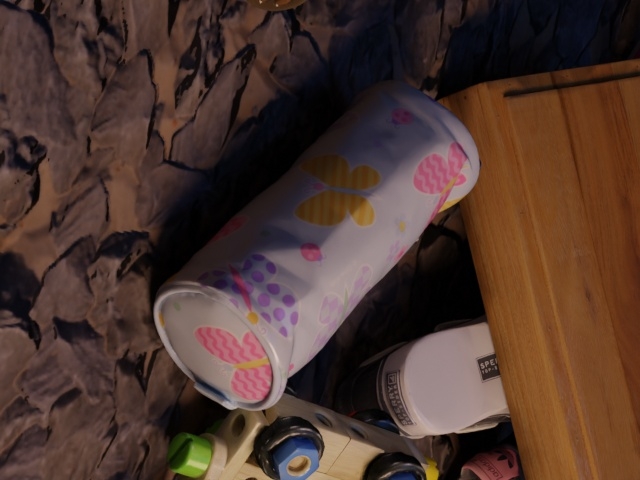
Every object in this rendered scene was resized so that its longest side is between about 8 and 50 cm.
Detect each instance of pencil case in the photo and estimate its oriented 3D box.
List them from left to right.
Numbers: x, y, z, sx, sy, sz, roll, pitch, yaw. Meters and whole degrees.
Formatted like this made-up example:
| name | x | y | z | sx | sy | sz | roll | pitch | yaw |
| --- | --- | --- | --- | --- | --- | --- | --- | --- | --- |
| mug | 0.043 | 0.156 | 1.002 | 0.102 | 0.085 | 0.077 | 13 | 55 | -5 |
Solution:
| name | x | y | z | sx | sy | sz | roll | pitch | yaw |
| --- | --- | --- | --- | --- | --- | --- | --- | --- | --- |
| pencil case | 0.000 | 0.000 | 1.266 | 0.273 | 0.113 | 0.124 | -45 | 165 | -36 |

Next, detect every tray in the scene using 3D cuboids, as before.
| name | x | y | z | sx | sy | sz | roll | pitch | yaw |
| --- | --- | --- | --- | --- | --- | --- | --- | --- | --- |
| tray | 0.240 | 0.062 | 1.468 | 0.203 | 0.076 | 0.411 | -12 | 88 | -33 |

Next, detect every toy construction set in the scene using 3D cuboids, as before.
| name | x | y | z | sx | sy | sz | roll | pitch | yaw |
| --- | --- | --- | --- | --- | --- | --- | --- | --- | --- |
| toy construction set | -0.027 | 0.222 | 1.302 | 0.327 | 0.151 | 0.215 | 15 | 115 | -48 |

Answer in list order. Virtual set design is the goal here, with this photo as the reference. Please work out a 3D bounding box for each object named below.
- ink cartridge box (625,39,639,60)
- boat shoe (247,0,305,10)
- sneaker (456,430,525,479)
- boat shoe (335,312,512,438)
| name | x | y | z | sx | sy | sz | roll | pitch | yaw |
| --- | --- | --- | --- | --- | --- | --- | --- | --- | --- |
| ink cartridge box | 0.275 | -0.020 | 1.689 | 0.311 | 0.065 | 0.186 | -56 | 143 | -28 |
| boat shoe | -0.051 | -0.231 | 1.158 | 0.178 | 0.064 | 0.060 | 64 | 21 | -46 |
| sneaker | 0.196 | 0.207 | 1.576 | 0.319 | 0.112 | 0.131 | -50 | 136 | -8 |
| boat shoe | 0.136 | 0.114 | 1.504 | 0.301 | 0.102 | 0.108 | -12 | 87 | -46 |
